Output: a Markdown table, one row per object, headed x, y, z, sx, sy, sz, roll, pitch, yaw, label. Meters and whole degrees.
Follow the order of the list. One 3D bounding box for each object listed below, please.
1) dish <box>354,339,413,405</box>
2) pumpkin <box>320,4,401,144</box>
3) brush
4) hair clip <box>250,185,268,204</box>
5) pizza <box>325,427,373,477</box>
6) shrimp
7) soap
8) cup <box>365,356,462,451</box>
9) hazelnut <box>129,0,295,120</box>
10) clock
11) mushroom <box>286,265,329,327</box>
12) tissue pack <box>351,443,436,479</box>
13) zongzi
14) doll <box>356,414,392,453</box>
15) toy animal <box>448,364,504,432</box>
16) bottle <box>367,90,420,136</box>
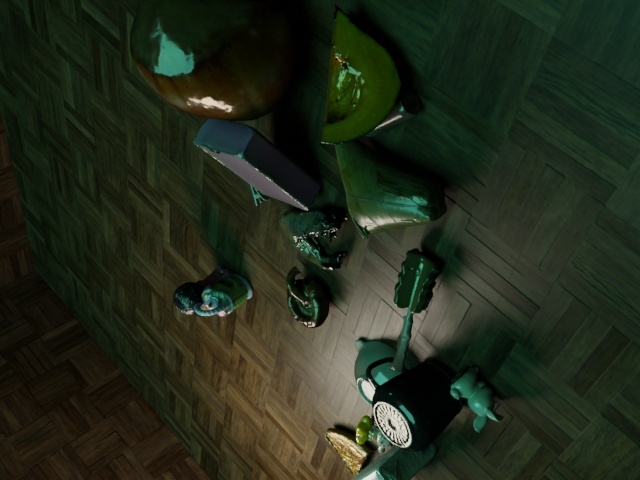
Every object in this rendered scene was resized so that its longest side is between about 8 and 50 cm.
| x | y | z | sx | sy | sz | roll | pitch | yaw | label |
| --- | --- | --- | --- | --- | --- | --- | --- | --- | --- |
| 0.151 | 0.371 | 1.847 | 0.236 | 0.086 | 0.227 | 28 | 137 | 38 | dish |
| 0.082 | -0.299 | 1.380 | 0.149 | 0.130 | 0.253 | 5 | 92 | 9 | pumpkin |
| 0.191 | 0.163 | 1.585 | 0.084 | 0.071 | 0.301 | 29 | 122 | 32 | brush |
| -0.167 | -0.150 | 1.895 | 0.039 | 0.030 | 0.115 | -9 | 112 | 35 | hair clip |
| 0.102 | 0.642 | 2.186 | 0.185 | 0.036 | 0.176 | -1 | 118 | 51 | pizza |
| -0.006 | 0.005 | 1.772 | 0.289 | 0.075 | 0.178 | -4 | 121 | 53 | shrimp |
| -0.139 | -0.174 | 1.666 | 0.181 | 0.081 | 0.259 | 22 | 171 | 44 | soap |
| 0.207 | 0.355 | 1.678 | 0.223 | 0.177 | 0.169 | 51 | 149 | 18 | cup |
| -0.223 | -0.409 | 1.520 | 0.372 | 0.315 | 0.372 | 58 | 180 | 0 | hazelnut |
| -0.332 | 0.165 | 2.220 | 0.194 | 0.195 | 0.100 | 21 | 129 | 45 | clock |
| -0.038 | 0.147 | 1.922 | 0.135 | 0.080 | 0.170 | -9 | 109 | 42 | mushroom |
| 0.181 | 0.610 | 1.922 | 0.089 | 0.177 | 0.263 | 51 | 146 | 11 | tissue pack |
| 0.128 | -0.142 | 1.449 | 0.228 | 0.115 | 0.256 | -11 | 97 | 52 | zongzi |
| 0.156 | 0.535 | 2.011 | 0.113 | 0.071 | 0.135 | -3 | 122 | 34 | doll |
| 0.340 | 0.339 | 1.587 | 0.124 | 0.085 | 0.071 | 46 | 129 | 8 | toy animal |
| 0.130 | -0.240 | 1.398 | 0.140 | 0.053 | 0.053 | -19 | 101 | 57 | bottle |
